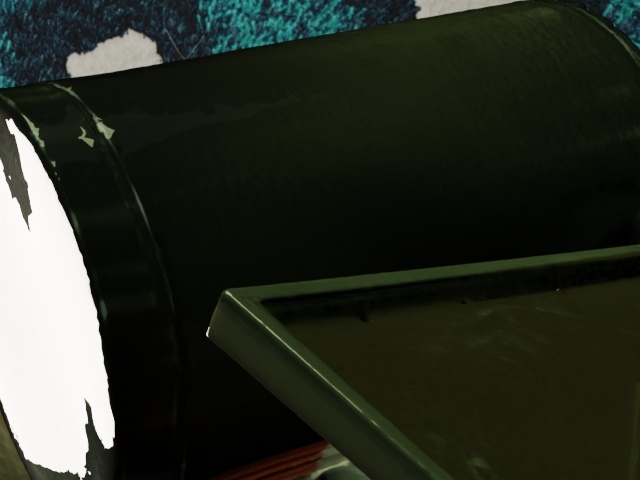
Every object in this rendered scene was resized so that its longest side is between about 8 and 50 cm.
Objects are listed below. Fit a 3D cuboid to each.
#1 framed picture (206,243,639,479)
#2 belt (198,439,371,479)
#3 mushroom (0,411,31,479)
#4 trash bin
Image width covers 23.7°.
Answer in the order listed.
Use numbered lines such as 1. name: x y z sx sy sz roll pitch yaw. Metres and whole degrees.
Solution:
1. framed picture: 0.114 0.065 0.505 0.192 0.018 0.265 39 26 31
2. belt: -0.025 0.151 0.512 0.324 0.115 0.227 -21 8 -31
3. mushroom: -0.092 0.111 0.873 0.267 0.189 0.164 5 27 -13
4. trash bin: 0.000 0.000 0.731 0.302 0.202 0.252 -14 30 -26
